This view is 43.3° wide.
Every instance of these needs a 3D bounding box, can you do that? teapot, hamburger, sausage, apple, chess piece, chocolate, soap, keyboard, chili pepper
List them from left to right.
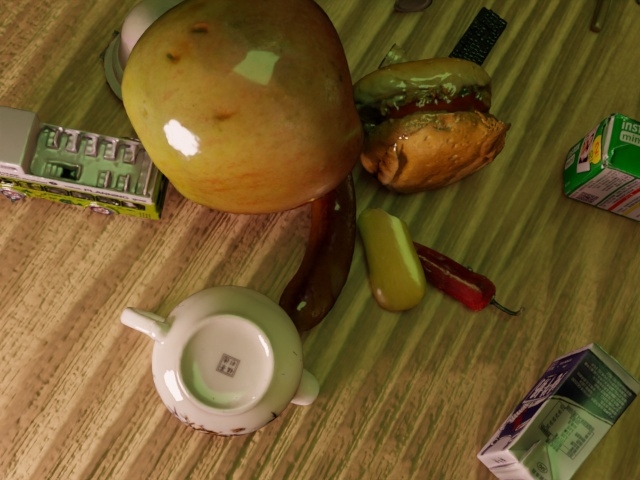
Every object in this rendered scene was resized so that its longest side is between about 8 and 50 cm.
[{"bbox_3d":[-0.247,-0.306,1.291,0.221,0.147,0.221,3,73,-11],"label":"chocolate"},{"bbox_3d":[-0.146,0.160,1.149,0.299,0.166,0.208,26,96,9],"label":"teapot"},{"bbox_3d":[-0.108,-0.189,1.140,0.304,0.338,0.339,-20,75,-3],"label":"apple"},{"bbox_3d":[0.004,0.002,1.253,0.102,0.076,0.302,18,64,-18],"label":"sausage"},{"bbox_3d":[0.113,0.027,1.267,0.089,0.033,0.169,-14,85,16],"label":"soap"},{"bbox_3d":[0.166,-0.186,1.272,0.244,0.244,0.163,-9,69,-12],"label":"hamburger"},{"bbox_3d":[0.183,-0.270,1.393,0.172,0.060,0.060,34,70,1],"label":"chess piece"},{"bbox_3d":[0.205,0.053,1.287,0.267,0.050,0.059,32,85,4],"label":"chili pepper"},{"bbox_3d":[0.271,-0.342,1.451,0.060,0.018,0.196,33,70,1],"label":"keyboard"},{"bbox_3d":[0.537,-0.452,1.526,0.024,0.024,0.132,22,70,-1],"label":"sausage"}]

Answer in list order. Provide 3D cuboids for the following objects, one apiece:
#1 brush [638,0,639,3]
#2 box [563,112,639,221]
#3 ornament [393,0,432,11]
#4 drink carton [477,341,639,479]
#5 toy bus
[{"bbox_3d":[0.708,-0.488,1.573,0.205,0.011,0.083,-35,79,-19],"label":"brush"},{"bbox_3d":[0.543,-0.107,1.327,0.250,0.180,0.103,19,73,-3],"label":"box"},{"bbox_3d":[0.152,-0.497,1.455,0.074,0.081,0.156,-6,76,-14],"label":"ornament"},{"bbox_3d":[0.350,0.270,1.188,0.102,0.134,0.222,44,71,5],"label":"drink carton"},{"bbox_3d":[-0.381,-0.116,1.206,0.301,0.139,0.113,11,72,-7],"label":"toy bus"}]
